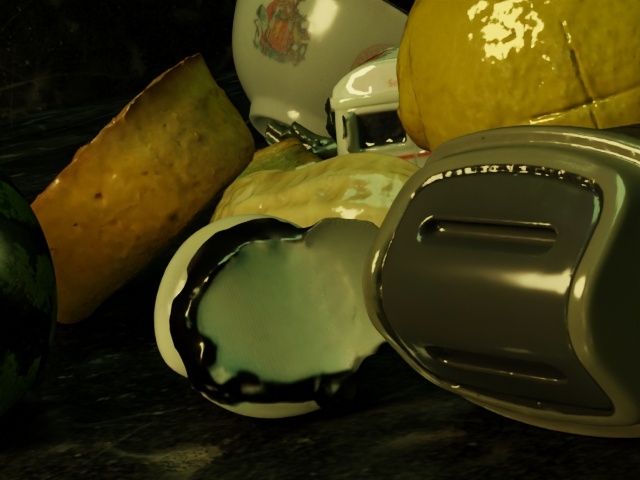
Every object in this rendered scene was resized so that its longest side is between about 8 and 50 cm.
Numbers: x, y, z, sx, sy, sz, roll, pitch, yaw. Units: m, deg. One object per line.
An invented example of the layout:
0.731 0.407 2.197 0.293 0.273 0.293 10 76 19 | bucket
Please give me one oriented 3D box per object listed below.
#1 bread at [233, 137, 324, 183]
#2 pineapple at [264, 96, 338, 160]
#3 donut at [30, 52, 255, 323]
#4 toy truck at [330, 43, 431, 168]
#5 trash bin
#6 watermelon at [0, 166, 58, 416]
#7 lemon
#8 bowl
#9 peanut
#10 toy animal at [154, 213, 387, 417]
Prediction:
-0.042 -0.044 1.624 0.114 0.083 0.211 -31 15 -1 | bread
0.083 -0.113 1.720 0.310 0.141 0.170 -7 -25 33 | pineapple
-0.172 -0.036 1.454 0.277 0.108 0.277 -44 2 2 | donut
0.200 -0.117 1.488 0.387 0.207 0.173 -7 12 16 | toy truck
0.188 0.011 0.992 0.290 0.182 0.209 -13 11 -40 | trash bin
-0.320 0.034 1.162 0.268 0.269 0.269 -10 12 2 | watermelon
0.211 -0.135 1.254 0.297 0.297 0.297 -10 12 2 | lemon
0.012 -0.180 1.947 0.345 0.345 0.157 11 69 60 | bowl
0.000 0.000 1.327 0.147 0.147 0.305 -21 11 -41 | peanut
-0.030 0.051 1.125 0.166 0.138 0.179 7 -1 -16 | toy animal
